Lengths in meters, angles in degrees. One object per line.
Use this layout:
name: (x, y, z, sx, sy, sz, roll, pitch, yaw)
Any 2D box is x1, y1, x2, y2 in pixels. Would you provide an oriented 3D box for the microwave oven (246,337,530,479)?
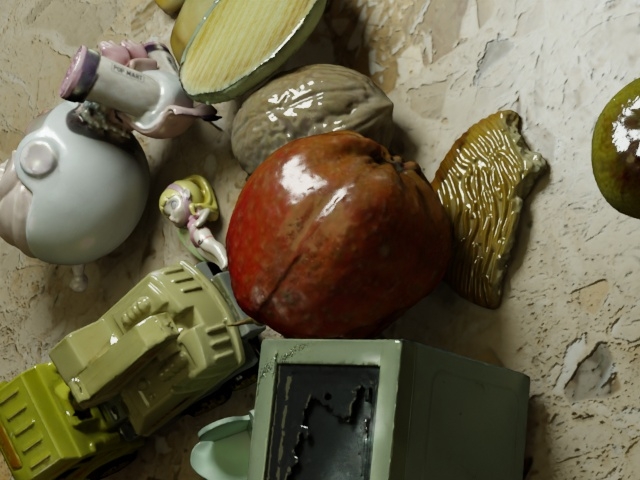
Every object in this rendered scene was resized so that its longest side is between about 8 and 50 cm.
microwave oven: (0.060, 0.297, 1.370, 0.218, 0.286, 0.355, -3, 76, 39)

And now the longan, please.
longan: (0.352, -0.099, 1.330, 0.145, 0.176, 0.154, -7, 87, 22)

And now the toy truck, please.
toy truck: (-0.265, 0.184, 1.684, 0.405, 0.254, 0.180, -35, 74, 27)

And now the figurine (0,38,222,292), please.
figurine: (-0.328, -0.115, 1.821, 0.361, 0.253, 0.211, -48, 66, 23)

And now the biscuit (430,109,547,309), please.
biscuit: (0.197, -0.034, 1.524, 0.176, 0.031, 0.228, -28, 60, 31)

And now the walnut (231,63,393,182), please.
walnut: (-0.008, -0.136, 1.633, 0.230, 0.178, 0.178, -19, 66, 26)

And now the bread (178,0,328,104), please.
bread: (-0.085, -0.284, 1.700, 0.267, 0.040, 0.267, -31, 36, 26)

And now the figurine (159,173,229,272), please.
figurine: (-0.163, -0.020, 1.784, 0.083, 0.083, 0.187, -49, 53, 17)

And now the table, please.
table: (-0.056, 0.315, 1.551, 0.166, 0.166, 0.198, -34, 66, 26)

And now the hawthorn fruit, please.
hawthorn fruit: (0.022, 0.002, 1.482, 0.258, 0.258, 0.262, 12, 78, 40)

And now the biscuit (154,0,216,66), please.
biscuit: (-0.132, -0.404, 1.879, 0.291, 0.062, 0.237, -36, 58, 24)
